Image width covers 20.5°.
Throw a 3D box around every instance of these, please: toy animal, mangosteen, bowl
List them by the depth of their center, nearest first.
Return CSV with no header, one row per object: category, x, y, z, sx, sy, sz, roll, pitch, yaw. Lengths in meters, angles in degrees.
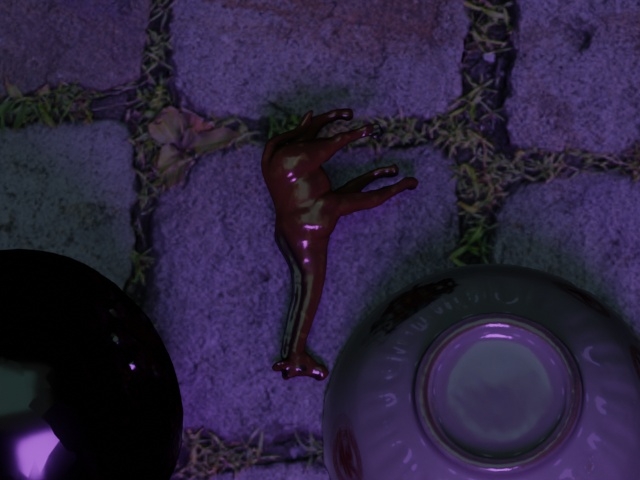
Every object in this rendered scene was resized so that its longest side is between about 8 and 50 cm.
mangosteen,-0.285,0.158,1.610,0.313,0.297,0.297,-18,71,-6
bowl,0.162,0.157,1.645,0.337,0.157,0.337,-1,70,4
toy animal,0.000,0.000,1.763,0.230,0.066,0.224,-37,91,-17
